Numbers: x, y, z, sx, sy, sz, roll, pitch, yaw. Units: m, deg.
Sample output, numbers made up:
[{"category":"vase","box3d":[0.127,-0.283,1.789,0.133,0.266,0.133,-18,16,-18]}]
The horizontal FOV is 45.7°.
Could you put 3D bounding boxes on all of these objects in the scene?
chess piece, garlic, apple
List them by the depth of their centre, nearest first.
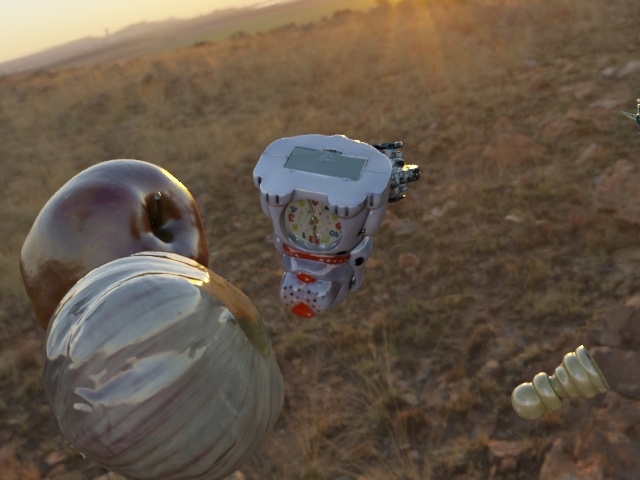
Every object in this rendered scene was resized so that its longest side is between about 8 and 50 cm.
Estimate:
[{"category":"garlic","box3d":[-0.195,0.152,0.902,0.259,0.317,0.317,-46,18,6]},{"category":"apple","box3d":[-0.337,0.026,1.266,0.317,0.288,0.288,-35,8,27]},{"category":"chess piece","box3d":[0.430,0.268,1.393,0.170,0.094,0.094,-30,14,18]}]

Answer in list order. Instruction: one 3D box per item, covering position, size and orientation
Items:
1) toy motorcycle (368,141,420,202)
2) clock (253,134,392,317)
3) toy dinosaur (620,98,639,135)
[{"category":"toy motorcycle","box3d":[0.071,-0.105,1.227,0.159,0.106,0.270,-10,9,2]},{"category":"clock","box3d":[-0.001,-0.001,1.075,0.189,0.254,0.189,3,34,-2]},{"category":"toy dinosaur","box3d":[0.288,-0.087,0.620,0.030,0.083,0.047,-46,-1,-1]}]
